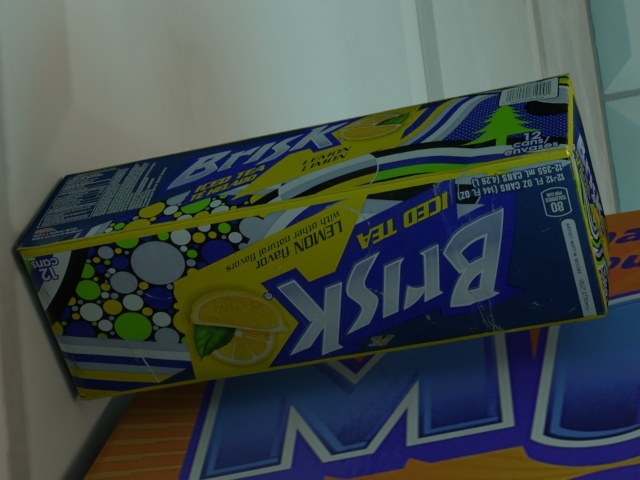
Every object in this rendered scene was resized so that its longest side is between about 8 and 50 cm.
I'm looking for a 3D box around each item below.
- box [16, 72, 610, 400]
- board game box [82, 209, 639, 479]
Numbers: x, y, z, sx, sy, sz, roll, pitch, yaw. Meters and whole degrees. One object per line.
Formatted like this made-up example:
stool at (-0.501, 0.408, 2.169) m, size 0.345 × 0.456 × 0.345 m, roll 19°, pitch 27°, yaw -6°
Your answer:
box at (0.000, 0.000, 0.486) m, size 0.054 × 0.168 × 0.059 m, roll -73°, pitch 150°, yaw -58°
board game box at (0.129, 0.216, 0.469) m, size 0.356 × 0.356 × 0.356 m, roll -64°, pitch 142°, yaw -64°
